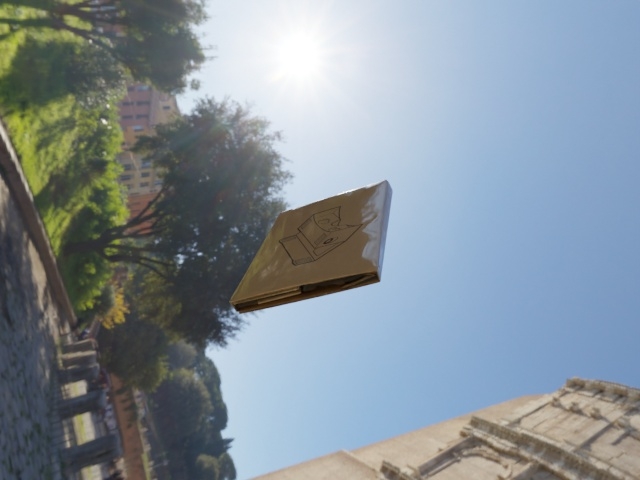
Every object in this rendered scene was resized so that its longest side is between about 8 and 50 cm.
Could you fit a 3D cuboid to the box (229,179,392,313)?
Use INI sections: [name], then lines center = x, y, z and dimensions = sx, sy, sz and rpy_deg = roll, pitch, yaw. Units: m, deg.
[box]
center = 0.000, 0.000, 0.540
dimensions = 0.021, 0.164, 0.201
rpy_deg = 64, 23, -25
